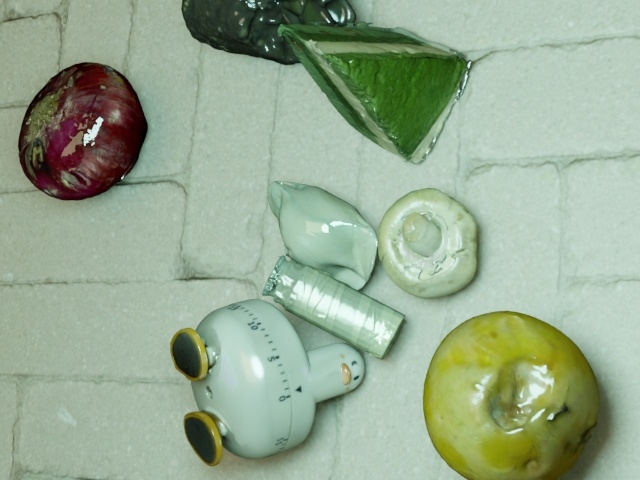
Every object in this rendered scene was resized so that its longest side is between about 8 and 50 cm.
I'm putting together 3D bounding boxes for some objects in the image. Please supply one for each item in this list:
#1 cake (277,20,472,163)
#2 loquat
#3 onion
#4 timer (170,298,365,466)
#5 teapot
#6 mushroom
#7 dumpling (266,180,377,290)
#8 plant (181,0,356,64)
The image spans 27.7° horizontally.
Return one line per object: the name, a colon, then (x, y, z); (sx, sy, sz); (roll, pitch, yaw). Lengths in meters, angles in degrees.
cake: (0.054, -0.208, 1.840); (0.158, 0.284, 0.172); (29, 113, 35)
loquat: (0.236, 0.204, 1.645); (0.244, 0.244, 0.243); (-8, 75, 32)
onion: (-0.399, -0.179, 2.185); (0.246, 0.190, 0.246); (-23, 46, 27)
timer: (-0.080, 0.198, 1.900); (0.233, 0.240, 0.233); (32, 129, 51)
teapot: (0.018, 0.094, 1.871); (0.200, 0.107, 0.077); (28, 86, 6)
mushroom: (0.151, 0.004, 1.811); (0.154, 0.122, 0.154); (-7, 73, 23)
dumpling: (0.000, 0.000, 1.929); (0.229, 0.124, 0.151); (38, 137, 38)
plant: (-0.070, -0.370, 2.003); (0.276, 0.188, 0.198); (10, 86, 36)
